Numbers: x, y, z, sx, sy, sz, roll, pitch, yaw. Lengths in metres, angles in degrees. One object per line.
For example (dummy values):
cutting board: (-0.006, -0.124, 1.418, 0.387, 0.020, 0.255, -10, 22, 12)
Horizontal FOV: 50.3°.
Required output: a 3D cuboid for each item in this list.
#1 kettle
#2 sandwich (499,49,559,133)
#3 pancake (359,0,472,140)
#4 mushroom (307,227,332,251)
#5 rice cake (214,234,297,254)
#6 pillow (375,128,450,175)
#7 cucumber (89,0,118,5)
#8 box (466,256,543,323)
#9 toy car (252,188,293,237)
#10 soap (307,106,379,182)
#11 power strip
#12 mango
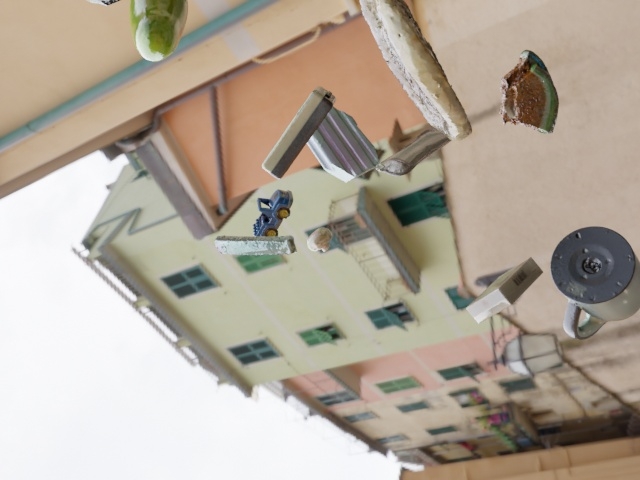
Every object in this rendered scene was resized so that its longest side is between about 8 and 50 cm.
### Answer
kettle: (0.582, 0.106, 1.437, 0.236, 0.161, 0.221, 29, -88, -53)
sandwich: (0.580, -0.404, 1.875, 0.079, 0.159, 0.235, -115, 21, -71)
pancake: (0.144, -0.325, 1.158, 0.356, 0.065, 0.356, 61, -174, -11)
mushroom: (0.000, 0.000, 2.068, 0.067, 0.083, 0.083, 49, -150, -8)
rice cake: (-0.148, 0.010, 1.568, 0.034, 0.211, 0.043, -49, -46, -54)
pillow: (0.257, -0.240, 1.835, 0.233, 0.131, 0.038, -36, -61, -21)
cucumber: (-0.445, -0.552, 1.472, 0.220, 0.046, 0.070, -35, -56, -25)
box: (0.506, 0.136, 1.869, 0.201, 0.141, 0.058, -33, -97, -43)
toy car: (-0.167, -0.083, 2.196, 0.100, 0.191, 0.097, 24, -157, -21)
soap: (0.060, -0.277, 2.032, 0.230, 0.145, 0.091, 57, 163, 7)
power strip: (-0.053, -0.282, 1.746, 0.070, 0.256, 0.105, 36, -160, -9)
mango: (-0.399, -0.544, 1.677, 0.143, 0.175, 0.293, 8, -137, -17)
